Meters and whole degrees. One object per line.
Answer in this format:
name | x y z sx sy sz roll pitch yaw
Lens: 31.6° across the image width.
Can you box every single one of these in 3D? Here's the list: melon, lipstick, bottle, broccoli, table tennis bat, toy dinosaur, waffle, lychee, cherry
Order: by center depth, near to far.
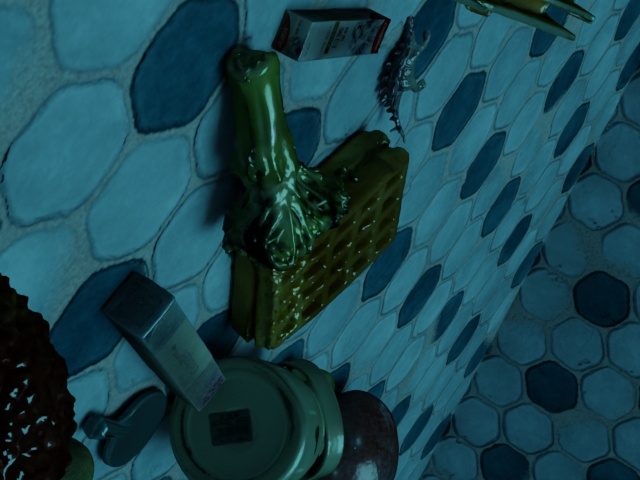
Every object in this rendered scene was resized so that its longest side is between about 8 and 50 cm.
lychee | -0.330 0.137 0.874 0.275 0.276 0.304 -50 -176 -20
melon | -0.323 0.278 1.333 0.131 0.098 0.098 -28 146 -62
broccoli | -0.062 -0.105 1.358 0.165 0.145 0.304 -36 143 -24
lipstick | -0.195 0.138 1.465 0.066 0.068 0.317 -52 160 -15
table tennis bat | -0.264 0.254 1.532 0.124 0.033 0.201 -59 163 -1
waffle | 0.000 0.000 1.677 0.328 0.098 0.224 -44 154 -35
toy dinosaur | 0.121 -0.234 1.681 0.082 0.039 0.209 -36 141 -39
bottle | -0.077 0.293 1.764 0.229 0.229 0.352 -57 164 -2
cherry | 0.055 0.444 2.304 0.285 0.213 0.236 -57 171 -29

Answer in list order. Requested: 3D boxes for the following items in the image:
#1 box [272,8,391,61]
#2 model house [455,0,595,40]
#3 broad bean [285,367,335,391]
box | 0.018 -0.258 1.409 0.218 0.039 0.055 -22 139 -59
model house | 0.210 -0.343 1.344 0.358 0.313 0.242 -22 142 -60
broad bean | -0.041 0.301 2.033 0.169 0.100 0.228 -48 161 -4
